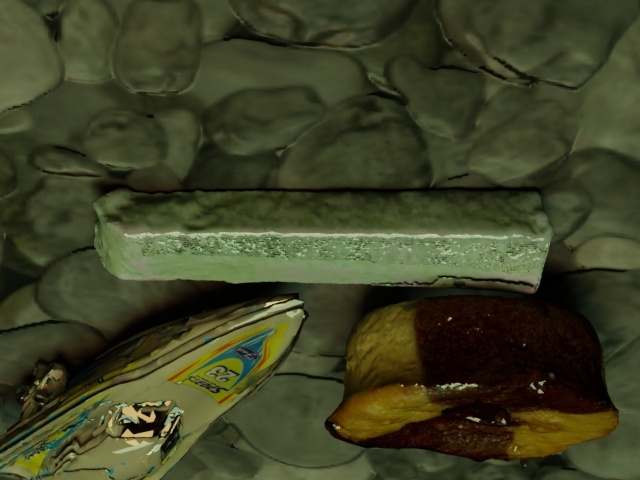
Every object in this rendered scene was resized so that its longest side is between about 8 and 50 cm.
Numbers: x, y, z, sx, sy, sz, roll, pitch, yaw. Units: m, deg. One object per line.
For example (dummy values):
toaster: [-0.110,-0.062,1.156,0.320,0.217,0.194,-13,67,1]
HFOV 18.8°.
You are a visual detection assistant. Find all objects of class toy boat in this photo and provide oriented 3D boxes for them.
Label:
toy boat: [-0.082,0.076,0.955,0.084,0.066,0.210,30,130,-33]

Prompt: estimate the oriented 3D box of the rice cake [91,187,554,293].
rice cake: [0.000,0.000,0.888,0.211,0.034,0.043,0,137,-1]

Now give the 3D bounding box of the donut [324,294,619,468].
donut: [0.072,0.067,0.925,0.140,0.059,0.140,0,161,0]
